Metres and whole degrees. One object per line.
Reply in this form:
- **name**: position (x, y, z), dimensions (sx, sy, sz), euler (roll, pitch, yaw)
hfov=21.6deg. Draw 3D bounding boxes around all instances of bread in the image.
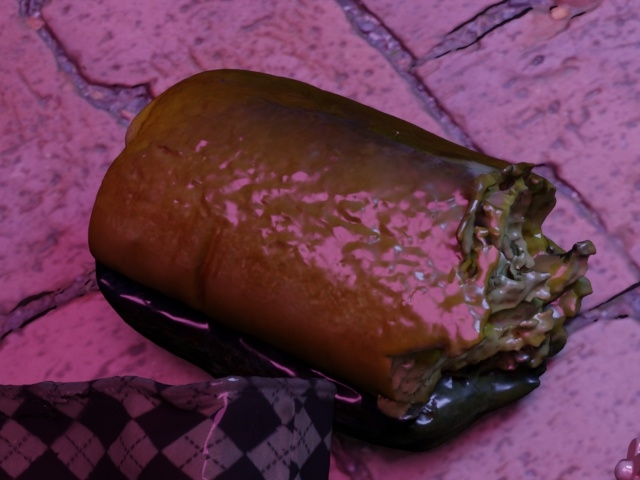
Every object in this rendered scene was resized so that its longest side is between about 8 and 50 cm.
- **bread**: position (0.000, 0.000, 1.311), dimensions (0.376, 0.208, 0.251), euler (22, 61, 25)

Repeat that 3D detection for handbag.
- **handbag**: position (-0.159, 0.287, 1.092), dimensions (0.316, 0.180, 0.416), euler (0, 81, 32)

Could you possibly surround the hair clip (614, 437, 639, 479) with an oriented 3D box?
- **hair clip**: position (0.225, 0.210, 1.225), dimensions (0.056, 0.062, 0.214), euler (34, 62, -10)
